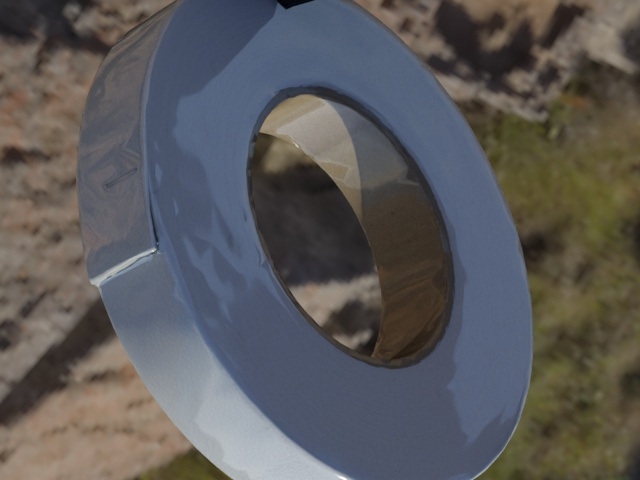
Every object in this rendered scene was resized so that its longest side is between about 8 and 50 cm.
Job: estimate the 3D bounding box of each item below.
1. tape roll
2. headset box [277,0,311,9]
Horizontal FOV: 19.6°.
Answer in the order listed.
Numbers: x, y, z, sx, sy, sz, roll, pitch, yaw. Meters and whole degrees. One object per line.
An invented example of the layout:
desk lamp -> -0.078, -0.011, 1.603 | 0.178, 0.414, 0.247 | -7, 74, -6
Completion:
tape roll -> 0.000, 0.000, 1.281 | 0.072, 0.392, 0.392 | -26, 164, 38
headset box -> 0.073, -0.307, 1.257 | 0.131, 0.246, 0.283 | 54, 40, -33
